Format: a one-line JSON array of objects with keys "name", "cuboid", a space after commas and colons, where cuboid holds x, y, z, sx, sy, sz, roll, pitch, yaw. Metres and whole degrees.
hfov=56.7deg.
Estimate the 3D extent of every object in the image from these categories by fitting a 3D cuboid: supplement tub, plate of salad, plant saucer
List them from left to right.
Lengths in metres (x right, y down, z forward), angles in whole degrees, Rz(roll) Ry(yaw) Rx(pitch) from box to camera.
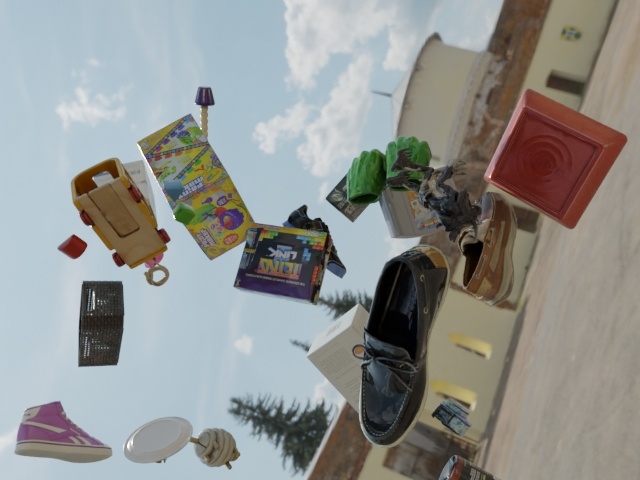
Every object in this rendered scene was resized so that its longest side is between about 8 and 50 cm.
[{"name": "plate of salad", "cuboid": [-0.467, 0.581, 1.717, 0.200, 0.200, 0.048, -44, -51, -56]}, {"name": "supplement tub", "cuboid": [0.362, 0.566, 1.304, 0.106, 0.198, 0.106, -59, -9, -16]}, {"name": "plant saucer", "cuboid": [0.533, -0.186, 1.400, 0.048, 0.258, 0.259, -25, -37, -45]}]

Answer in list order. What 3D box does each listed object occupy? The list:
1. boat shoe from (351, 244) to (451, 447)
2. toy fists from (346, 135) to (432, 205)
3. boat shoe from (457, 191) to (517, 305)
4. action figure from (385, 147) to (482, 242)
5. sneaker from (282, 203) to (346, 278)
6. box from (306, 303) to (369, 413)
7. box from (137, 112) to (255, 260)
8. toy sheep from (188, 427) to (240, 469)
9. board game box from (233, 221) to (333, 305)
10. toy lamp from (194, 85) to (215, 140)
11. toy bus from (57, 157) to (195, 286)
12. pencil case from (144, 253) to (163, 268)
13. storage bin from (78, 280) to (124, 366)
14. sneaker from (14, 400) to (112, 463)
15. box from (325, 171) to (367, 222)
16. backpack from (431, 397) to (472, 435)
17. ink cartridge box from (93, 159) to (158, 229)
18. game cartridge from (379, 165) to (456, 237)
[{"name": "boat shoe", "cuboid": [0.170, 0.251, 1.387, 0.156, 0.187, 0.499, 1, -74, -50]}, {"name": "toy fists", "cuboid": [0.183, -0.193, 1.620, 0.096, 0.279, 0.142, 18, -113, -39]}, {"name": "boat shoe", "cuboid": [0.413, 0.003, 1.489, 0.123, 0.117, 0.324, 121, 163, -53]}, {"name": "action figure", "cuboid": [0.280, -0.110, 1.336, 0.141, 0.276, 0.164, -31, -38, -24]}, {"name": "sneaker", "cuboid": [0.000, 0.000, 1.624, 0.090, 0.232, 0.081, -46, -12, 2]}, {"name": "box", "cuboid": [0.157, 0.430, 2.049, 0.215, 0.345, 0.168, -39, 7, 23]}, {"name": "box", "cuboid": [-0.344, -0.147, 1.698, 0.177, 0.279, 0.290, -30, -32, -6]}, {"name": "toy sheep", "cuboid": [-0.229, 0.448, 1.284, 0.132, 0.091, 0.091, 41, -115, -35]}, {"name": "board game box", "cuboid": [-0.075, 0.045, 1.185, 0.048, 0.171, 0.141, 49, -128, -63]}, {"name": "toy lamp", "cuboid": [-0.443, -0.449, 2.272, 0.080, 0.080, 0.274, -41, -40, -59]}, {"name": "toy bus", "cuboid": [-0.331, -0.041, 1.006, 0.191, 0.104, 0.202, 12, -62, -33]}, {"name": "pencil case", "cuboid": [-0.651, 0.014, 2.160, 0.098, 0.095, 0.209, -111, -4, -45]}, {"name": "storage bin", "cuboid": [-0.477, 0.181, 1.284, 0.180, 0.085, 0.122, 116, 147, -41]}, {"name": "sneaker", "cuboid": [-0.717, 0.542, 1.701, 0.282, 0.102, 0.161, 33, -142, -43]}, {"name": "box", "cuboid": [0.119, -0.161, 1.921, 0.180, 0.077, 0.147, -49, -21, 4]}, {"name": "backpack", "cuboid": [0.422, 0.554, 1.865, 0.084, 0.114, 0.105, -51, -22, 3]}, {"name": "ink cartridge box", "cuboid": [-0.650, -0.125, 1.989, 0.232, 0.171, 0.168, -113, 14, -46]}, {"name": "game cartridge", "cuboid": [0.328, -0.116, 1.904, 0.297, 0.198, 0.062, -19, -3, -30]}]
